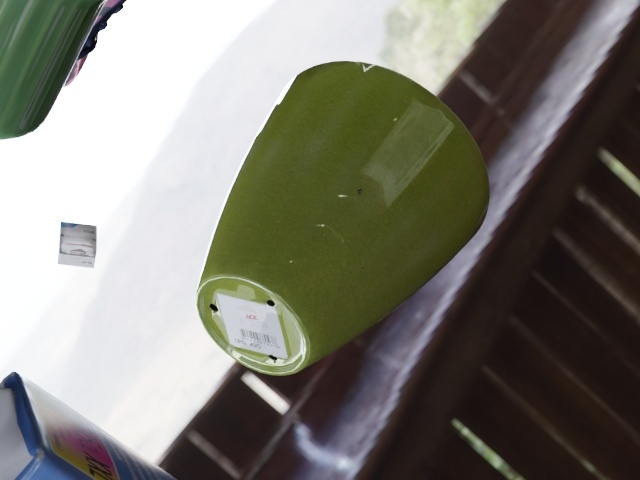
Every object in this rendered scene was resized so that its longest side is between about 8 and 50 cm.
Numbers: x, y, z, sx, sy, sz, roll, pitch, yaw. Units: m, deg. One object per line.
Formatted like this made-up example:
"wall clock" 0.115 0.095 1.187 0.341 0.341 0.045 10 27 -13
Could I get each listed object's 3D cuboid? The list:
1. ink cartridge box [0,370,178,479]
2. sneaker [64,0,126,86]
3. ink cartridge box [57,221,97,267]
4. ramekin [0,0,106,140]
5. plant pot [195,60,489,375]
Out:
"ink cartridge box" -0.127 0.311 0.969 0.270 0.395 0.151 -50 27 3
"sneaker" -0.217 -0.211 1.264 0.319 0.131 0.112 -20 33 15
"ink cartridge box" -0.311 0.010 1.835 0.083 0.048 0.028 -104 23 -60
"ramekin" -0.301 -0.191 1.019 0.303 0.303 0.148 -76 10 -76
"plant pot" 0.000 0.000 1.548 0.275 0.275 0.293 -40 10 49
